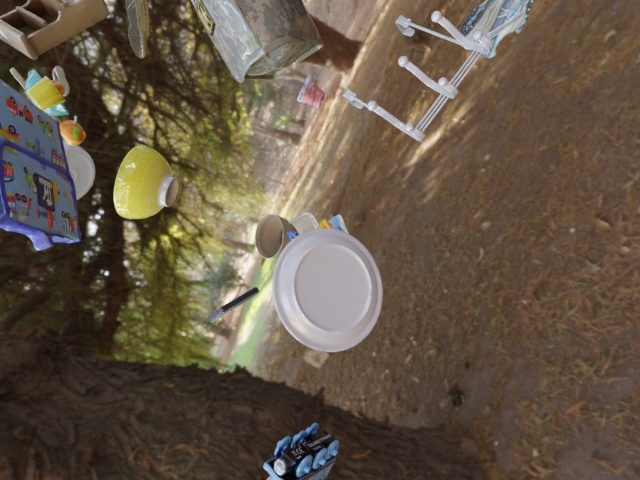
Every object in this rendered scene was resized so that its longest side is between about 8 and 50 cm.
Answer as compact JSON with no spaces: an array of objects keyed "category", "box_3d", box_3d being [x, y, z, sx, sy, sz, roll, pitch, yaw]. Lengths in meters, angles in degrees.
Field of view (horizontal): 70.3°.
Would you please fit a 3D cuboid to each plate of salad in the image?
[{"category":"plate of salad","box_3d":[0.013,0.079,0.740,0.048,0.199,0.200,-27,43,61]}]

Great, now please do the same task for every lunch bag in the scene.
[{"category":"lunch bag","box_3d":[-0.556,-0.116,0.828,0.221,0.138,0.294,91,155,-80]},{"category":"lunch bag","box_3d":[-0.137,-0.434,0.845,0.168,0.236,0.287,-25,12,21]}]

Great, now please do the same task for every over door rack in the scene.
[{"category":"over door rack","box_3d":[0.186,-0.381,1.015,0.240,0.108,0.324,-53,38,11]}]

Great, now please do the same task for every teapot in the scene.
[{"category":"teapot","box_3d":[-0.994,-0.271,1.706,0.252,0.187,0.256,-39,-34,-41]}]

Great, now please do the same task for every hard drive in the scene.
[{"category":"hard drive","box_3d":[-0.249,0.184,1.314,0.135,0.022,0.094,-30,-5,-44]}]

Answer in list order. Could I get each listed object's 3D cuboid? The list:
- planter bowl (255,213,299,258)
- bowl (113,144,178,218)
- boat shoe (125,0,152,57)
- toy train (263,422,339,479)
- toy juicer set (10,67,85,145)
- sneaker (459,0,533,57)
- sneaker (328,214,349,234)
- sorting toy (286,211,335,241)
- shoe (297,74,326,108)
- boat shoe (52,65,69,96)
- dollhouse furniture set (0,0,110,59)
[{"category":"planter bowl","box_3d":[-0.149,-0.012,1.667,0.162,0.109,0.162,-5,82,44]},{"category":"bowl","box_3d":[-0.640,-0.205,1.738,0.289,0.155,0.290,16,-90,-89]},{"category":"boat shoe","box_3d":[-0.411,-0.491,1.046,0.045,0.050,0.136,-41,-27,-45]},{"category":"toy train","box_3d":[-0.034,0.422,0.863,0.184,0.080,0.105,9,-74,-58]},{"category":"toy juicer set","box_3d":[-0.729,-0.372,1.259,0.089,0.329,0.209,-41,-45,-18]},{"category":"sneaker","box_3d":[0.473,-0.590,1.128,0.283,0.122,0.110,-50,24,32]},{"category":"sneaker","box_3d":[0.070,-0.018,1.739,0.063,0.073,0.162,80,170,-61]},{"category":"sorting toy","box_3d":[0.000,0.000,1.340,0.047,0.196,0.347,-37,7,-20]},{"category":"shoe","box_3d":[-0.024,-0.506,1.557,0.178,0.081,0.064,-78,14,-53]},{"category":"boat shoe","box_3d":[-1.076,-0.651,1.879,0.043,0.049,0.137,-26,79,34]},{"category":"dollhouse furniture set","box_3d":[-0.464,-0.439,0.693,0.161,0.212,0.242,-47,-24,-25]}]
